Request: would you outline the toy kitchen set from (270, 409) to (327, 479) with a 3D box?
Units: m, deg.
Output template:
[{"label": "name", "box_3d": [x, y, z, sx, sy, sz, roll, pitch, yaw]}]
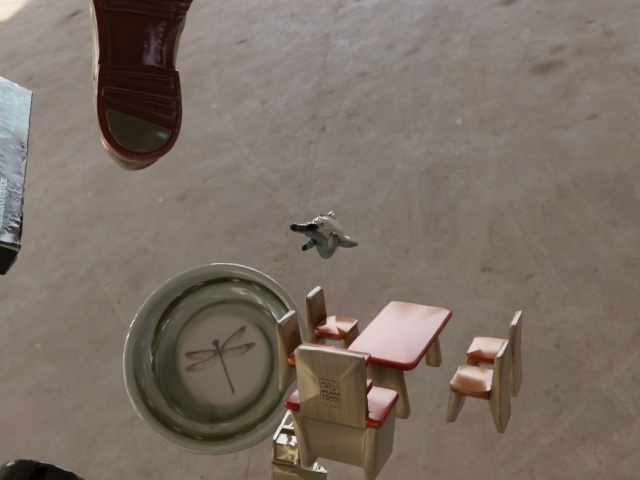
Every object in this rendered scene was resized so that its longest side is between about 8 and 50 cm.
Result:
[{"label": "toy kitchen set", "box_3d": [-0.018, 0.267, 0.908, 0.068, 0.083, 0.075, 7, 18, 12]}]

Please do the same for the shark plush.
[{"label": "shark plush", "box_3d": [0.000, 0.000, 1.154, 0.067, 0.073, 0.161, -41, -11, 14]}]

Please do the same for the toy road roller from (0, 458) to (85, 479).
[{"label": "toy road roller", "box_3d": [-0.292, 0.320, 0.564, 0.329, 0.241, 0.202, -5, 38, 17]}]

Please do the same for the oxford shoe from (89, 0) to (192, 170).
[{"label": "oxford shoe", "box_3d": [-0.225, -0.253, 0.889, 0.123, 0.348, 0.130, 9, -12, -21]}]

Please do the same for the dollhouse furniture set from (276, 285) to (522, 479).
[{"label": "dollhouse furniture set", "box_3d": [0.068, 0.124, 0.797, 0.262, 0.135, 0.259, 6, 22, 25]}]

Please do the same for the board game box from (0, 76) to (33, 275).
[{"label": "board game box", "box_3d": [-0.248, -0.067, 0.464, 0.026, 0.126, 0.186, -47, 38, 23]}]

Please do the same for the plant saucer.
[{"label": "plant saucer", "box_3d": [-0.214, 0.253, 1.585, 0.400, 0.100, 0.400, -2, 74, 6]}]
